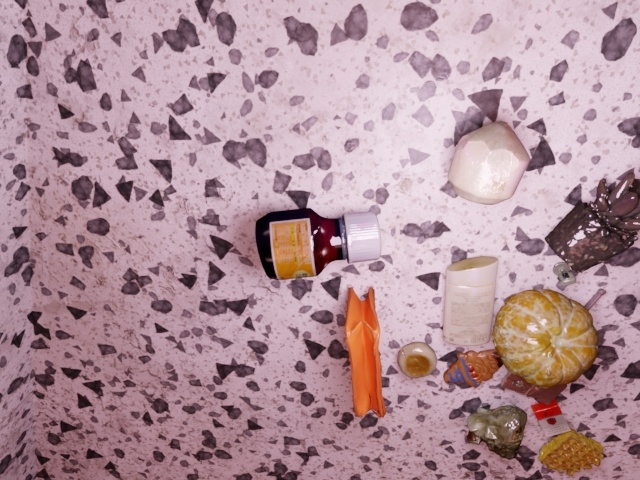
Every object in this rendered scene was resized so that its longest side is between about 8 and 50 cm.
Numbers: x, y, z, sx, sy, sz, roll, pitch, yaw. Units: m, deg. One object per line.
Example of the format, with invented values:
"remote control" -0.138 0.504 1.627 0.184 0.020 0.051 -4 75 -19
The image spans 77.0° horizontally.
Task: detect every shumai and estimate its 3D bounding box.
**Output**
"shumai" 0.715 0.761 1.643 0.219 0.189 0.255 8 132 24

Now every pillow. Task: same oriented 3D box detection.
"pillow" 0.839 0.565 1.588 0.233 0.043 0.126 22 114 -4

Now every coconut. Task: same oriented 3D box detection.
"coconut" 0.494 -0.230 1.186 0.225 0.224 0.233 13 127 2

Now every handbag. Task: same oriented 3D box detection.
"handbag" 0.169 0.409 1.468 0.116 0.303 0.409 -4 115 8

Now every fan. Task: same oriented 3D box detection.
"fan" 0.928 0.282 1.460 0.057 0.023 0.281 26 115 5

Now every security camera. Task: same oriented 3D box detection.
"security camera" 0.828 0.117 1.360 0.058 0.092 0.058 4 114 8

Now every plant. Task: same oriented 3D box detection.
"plant" 0.880 -0.048 1.235 0.194 0.181 0.320 37 118 -9

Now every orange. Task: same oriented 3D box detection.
"orange" 0.757 0.327 1.357 0.330 0.249 0.328 0 87 9

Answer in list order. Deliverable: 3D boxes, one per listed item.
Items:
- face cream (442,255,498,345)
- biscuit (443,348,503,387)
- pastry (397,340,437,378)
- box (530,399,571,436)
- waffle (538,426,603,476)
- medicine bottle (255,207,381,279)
"face cream" 0.536 0.220 1.451 0.174 0.081 0.347 -2 114 8
"biscuit" 0.618 0.506 1.598 0.280 0.043 0.183 -31 110 22
"pastry" 0.378 0.465 1.579 0.157 0.092 0.156 2 112 4
"box" 0.942 0.726 1.644 0.100 0.048 0.152 -27 110 16
"waffle" 1.068 0.911 1.704 0.219 0.057 0.229 25 116 -4
"medicine bottle" 0.000 0.000 1.342 0.396 0.242 0.242 -8 113 5
